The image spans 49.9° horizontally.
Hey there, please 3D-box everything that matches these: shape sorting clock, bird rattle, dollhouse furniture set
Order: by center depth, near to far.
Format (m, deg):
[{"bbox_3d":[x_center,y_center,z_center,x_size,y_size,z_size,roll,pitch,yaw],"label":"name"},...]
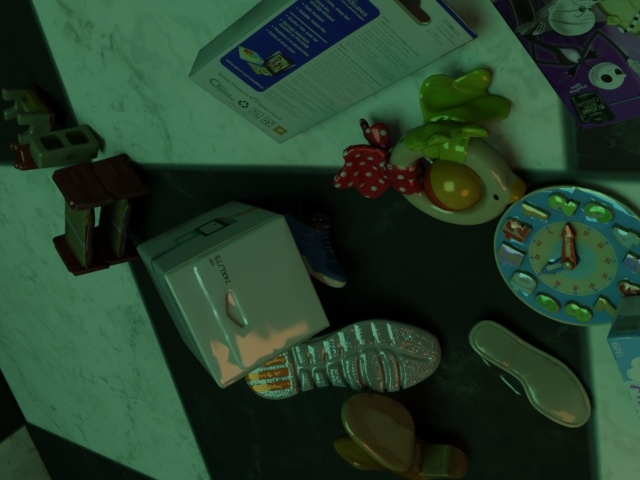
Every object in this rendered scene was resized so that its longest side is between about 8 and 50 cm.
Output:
[{"bbox_3d":[0.320,0.024,0.876,0.206,0.040,0.206,21,129,29],"label":"shape sorting clock"},{"bbox_3d":[0.144,-0.089,0.893,0.207,0.143,0.253,40,141,-12],"label":"bird rattle"},{"bbox_3d":[-0.508,-0.135,1.414,0.374,0.152,0.201,50,140,27],"label":"dollhouse furniture set"}]

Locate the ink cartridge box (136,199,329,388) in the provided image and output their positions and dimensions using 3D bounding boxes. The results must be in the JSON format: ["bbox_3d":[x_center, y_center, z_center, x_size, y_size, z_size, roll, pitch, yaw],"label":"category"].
[{"bbox_3d":[-0.150,0.071,1.114,0.270,0.197,0.198,20,135,66],"label":"ink cartridge box"}]

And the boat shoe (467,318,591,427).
[{"bbox_3d":[0.302,0.188,1.002,0.206,0.075,0.065,39,179,5],"label":"boat shoe"}]

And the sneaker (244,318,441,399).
[{"bbox_3d":[0.038,0.174,1.160,0.320,0.180,0.125,-4,99,6],"label":"sneaker"}]

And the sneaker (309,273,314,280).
[{"bbox_3d":[-0.031,0.024,1.173,0.069,0.038,0.098,34,124,20],"label":"sneaker"}]

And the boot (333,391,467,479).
[{"bbox_3d":[0.085,0.344,1.169,0.295,0.104,0.211,34,148,-30],"label":"boot"}]

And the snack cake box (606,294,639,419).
[{"bbox_3d":[0.463,0.189,0.815,0.152,0.089,0.264,-12,114,41],"label":"snack cake box"}]

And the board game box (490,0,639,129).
[{"bbox_3d":[0.336,-0.219,0.603,0.208,0.056,0.346,40,154,-24],"label":"board game box"}]

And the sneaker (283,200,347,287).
[{"bbox_3d":[-0.001,0.000,1.094,0.152,0.058,0.085,45,113,22],"label":"sneaker"}]

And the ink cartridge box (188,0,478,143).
[{"bbox_3d":[0.003,-0.250,0.882,0.175,0.069,0.370,33,148,-31],"label":"ink cartridge box"}]
